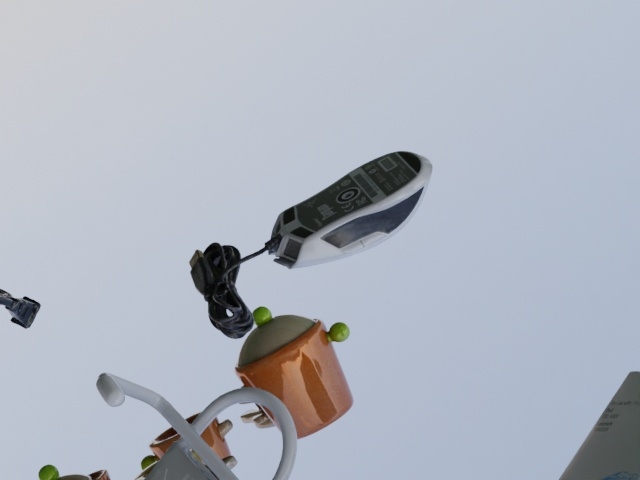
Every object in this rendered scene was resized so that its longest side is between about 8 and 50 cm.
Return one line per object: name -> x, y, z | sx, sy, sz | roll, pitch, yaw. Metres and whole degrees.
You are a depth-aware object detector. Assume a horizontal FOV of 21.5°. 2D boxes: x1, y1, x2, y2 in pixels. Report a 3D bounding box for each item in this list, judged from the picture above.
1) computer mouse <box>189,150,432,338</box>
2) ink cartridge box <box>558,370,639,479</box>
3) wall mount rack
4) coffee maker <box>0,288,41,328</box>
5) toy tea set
computer mouse -> 0.000, 0.000, 1.210 | 0.193, 0.042, 0.106 | -28, -152, -4
ink cartridge box -> 0.267, 0.266, 1.309 | 0.278, 0.201, 0.117 | -53, -166, -17
wall mount rack -> -0.140, 0.281, 1.359 | 0.350, 0.130, 0.304 | -53, -129, 6
coffee maker -> -0.246, 0.076, 0.746 | 0.171, 0.120, 0.178 | 17, -96, 31
toy tea set -> -0.122, 0.167, 1.584 | 0.336, 0.124, 0.200 | -31, -174, -23
